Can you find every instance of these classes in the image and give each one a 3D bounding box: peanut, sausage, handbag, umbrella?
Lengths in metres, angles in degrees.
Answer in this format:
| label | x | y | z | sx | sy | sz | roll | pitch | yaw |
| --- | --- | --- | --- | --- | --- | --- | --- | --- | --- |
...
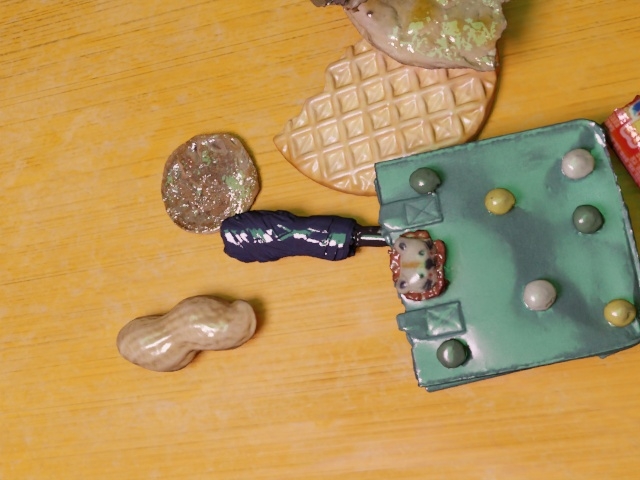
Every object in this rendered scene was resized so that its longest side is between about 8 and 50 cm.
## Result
| label | x | y | z | sx | sy | sz | roll | pitch | yaw |
| --- | --- | --- | --- | --- | --- | --- | --- | --- | --- |
| peanut | -0.168 | 0.116 | 1.041 | 0.187 | 0.082 | 0.082 | -21 | 77 | 12 |
| sausage | 0.404 | -0.032 | 0.894 | 0.074 | 0.074 | 0.274 | -31 | 76 | 10 |
| handbag | 0.209 | 0.016 | 0.912 | 0.274 | 0.100 | 0.269 | -10 | 80 | 5 |
| umbrella | 0.000 | -0.007 | 1.020 | 0.248 | 0.071 | 0.071 | -2 | 82 | 11 |

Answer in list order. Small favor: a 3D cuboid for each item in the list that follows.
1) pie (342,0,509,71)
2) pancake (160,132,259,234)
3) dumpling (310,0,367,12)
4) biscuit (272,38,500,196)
| label | x | y | z | sx | sy | sz | roll | pitch | yaw |
| --- | --- | --- | --- | --- | --- | --- | --- | --- | --- |
| pie | 0.158 | -0.350 | 0.980 | 0.337 | 0.075 | 0.338 | -5 | 67 | 12 |
| pancake | -0.147 | -0.076 | 1.087 | 0.139 | 0.022 | 0.140 | -2 | 83 | 17 |
| dumpling | 0.072 | -0.379 | 0.933 | 0.166 | 0.086 | 0.332 | 21 | 73 | 43 |
| biscuit | 0.100 | -0.174 | 1.019 | 0.309 | 0.040 | 0.204 | -47 | 73 | 6 |
